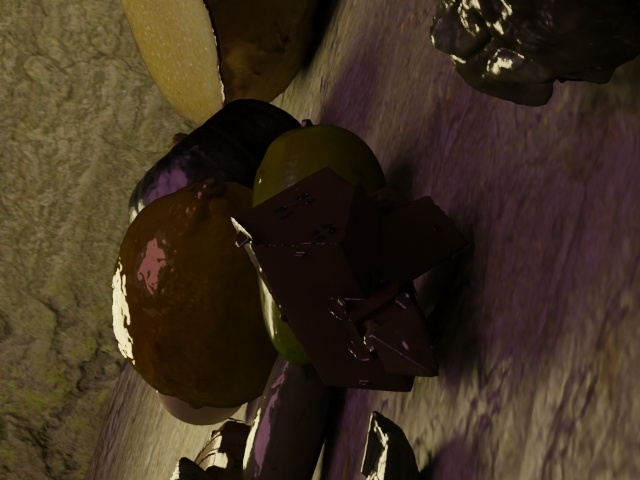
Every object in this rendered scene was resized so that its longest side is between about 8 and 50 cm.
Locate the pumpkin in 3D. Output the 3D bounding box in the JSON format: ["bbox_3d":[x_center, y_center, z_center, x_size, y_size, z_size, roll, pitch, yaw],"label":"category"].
[{"bbox_3d":[-0.146,-0.082,1.984,0.300,0.207,0.300,-38,0,0],"label":"pumpkin"}]

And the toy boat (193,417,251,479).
[{"bbox_3d":[-0.129,0.324,1.798,0.310,0.089,0.115,129,150,-61],"label":"toy boat"}]

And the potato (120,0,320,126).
[{"bbox_3d":[-0.133,-0.420,2.311,0.385,0.319,0.442,67,162,-11],"label":"potato"}]

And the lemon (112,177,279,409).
[{"bbox_3d":[-0.131,0.065,1.708,0.268,0.268,0.322,-97,20,-60],"label":"lemon"}]

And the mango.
[{"bbox_3d":[0.003,-0.007,1.479,0.185,0.149,0.273,121,152,-49],"label":"mango"}]

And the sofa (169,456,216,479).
[{"bbox_3d":[-0.177,0.412,1.546,0.225,0.176,0.210,-37,23,22],"label":"sofa"}]

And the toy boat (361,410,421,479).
[{"bbox_3d":[0.031,0.299,1.200,0.093,0.055,0.293,-122,49,-73],"label":"toy boat"}]

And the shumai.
[{"bbox_3d":[0.151,-0.204,0.974,0.218,0.189,0.256,123,164,-49],"label":"shumai"}]

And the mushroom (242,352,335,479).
[{"bbox_3d":[-0.022,0.165,1.531,0.107,0.087,0.333,114,171,-74],"label":"mushroom"}]

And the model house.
[{"bbox_3d":[0.061,0.050,1.191,0.248,0.176,0.181,45,164,55],"label":"model house"}]

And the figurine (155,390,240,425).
[{"bbox_3d":[-0.180,0.114,2.067,0.332,0.185,0.204,-101,-6,-55],"label":"figurine"}]
